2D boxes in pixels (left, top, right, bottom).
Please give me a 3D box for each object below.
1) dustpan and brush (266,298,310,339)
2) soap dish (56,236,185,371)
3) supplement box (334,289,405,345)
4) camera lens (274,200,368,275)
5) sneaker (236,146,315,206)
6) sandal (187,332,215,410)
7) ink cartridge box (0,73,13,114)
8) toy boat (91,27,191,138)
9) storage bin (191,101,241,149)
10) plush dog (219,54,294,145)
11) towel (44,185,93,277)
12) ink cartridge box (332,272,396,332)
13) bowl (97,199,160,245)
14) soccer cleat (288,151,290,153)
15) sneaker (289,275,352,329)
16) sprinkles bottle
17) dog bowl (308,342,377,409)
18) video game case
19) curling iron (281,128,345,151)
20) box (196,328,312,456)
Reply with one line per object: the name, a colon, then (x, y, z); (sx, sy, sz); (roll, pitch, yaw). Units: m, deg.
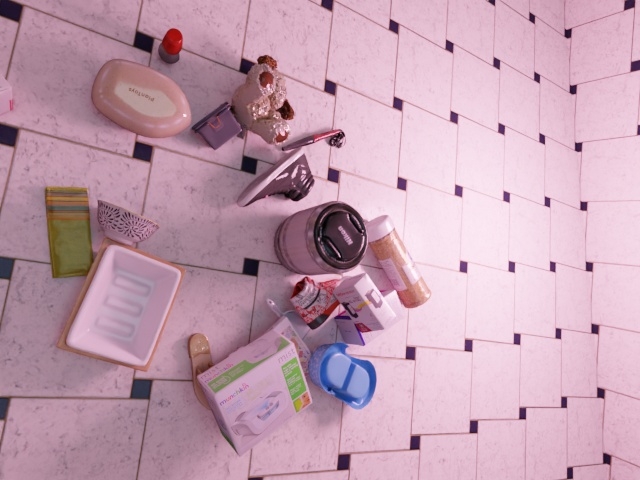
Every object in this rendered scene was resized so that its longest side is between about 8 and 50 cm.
dustpan and brush: (-0.115, 0.262, 1.529); (0.211, 0.060, 0.147); (49, 61, -18)
soap dish: (-0.516, 0.170, 1.250); (0.228, 0.118, 0.291); (26, 70, -28)
supplement box: (0.177, 0.270, 1.685); (0.220, 0.111, 0.114); (-28, 99, -32)
camera lens: (0.000, 0.000, 1.508); (0.219, 0.274, 0.220); (5, 81, -32)
sneaker: (-0.130, -0.165, 1.550); (0.295, 0.104, 0.147); (-43, 115, -24)
sandal: (-0.322, 0.387, 1.369); (0.088, 0.079, 0.240); (-17, 93, -33)
ink cartridge box: (-0.828, -0.401, 1.097); (0.092, 0.158, 0.218); (-41, 106, -29)
toy boat: (-0.475, -0.448, 1.355); (0.267, 0.148, 0.319); (26, 78, -22)
storage bin: (-0.308, -0.343, 1.446); (0.135, 0.098, 0.091); (-38, 117, -2)
plush dog: (-0.185, -0.461, 1.532); (0.225, 0.210, 0.263); (-56, 142, -40)
towel: (-0.655, -0.024, 1.243); (0.102, 0.021, 0.238); (-4, 87, -32)
ink cartridge box: (0.138, 0.203, 1.531); (0.072, 0.127, 0.175); (-41, 98, -34)
bowl: (-0.518, -0.036, 1.251); (0.170, 0.170, 0.080); (27, 79, -27)
soccer cleat: (-0.087, -0.266, 1.635); (0.035, 0.029, 0.083); (-44, 104, -20)
sneaker: (0.008, 0.161, 1.594); (0.145, 0.090, 0.270); (50, 48, -5)
sprinkles bottle: (0.283, 0.080, 1.773); (0.121, 0.121, 0.356); (-39, 105, -30)
dog bowl: (0.073, 0.448, 1.587); (0.297, 0.074, 0.166); (42, 62, -36)
video game case: (-0.130, 0.386, 1.488); (0.206, 0.026, 0.227); (-41, 118, -23)
curling iron: (-0.016, -0.348, 1.684); (0.273, 0.035, 0.068); (-17, 93, -33)
box: (-0.182, 0.424, 1.357); (0.261, 0.126, 0.231); (-28, 119, -29)
